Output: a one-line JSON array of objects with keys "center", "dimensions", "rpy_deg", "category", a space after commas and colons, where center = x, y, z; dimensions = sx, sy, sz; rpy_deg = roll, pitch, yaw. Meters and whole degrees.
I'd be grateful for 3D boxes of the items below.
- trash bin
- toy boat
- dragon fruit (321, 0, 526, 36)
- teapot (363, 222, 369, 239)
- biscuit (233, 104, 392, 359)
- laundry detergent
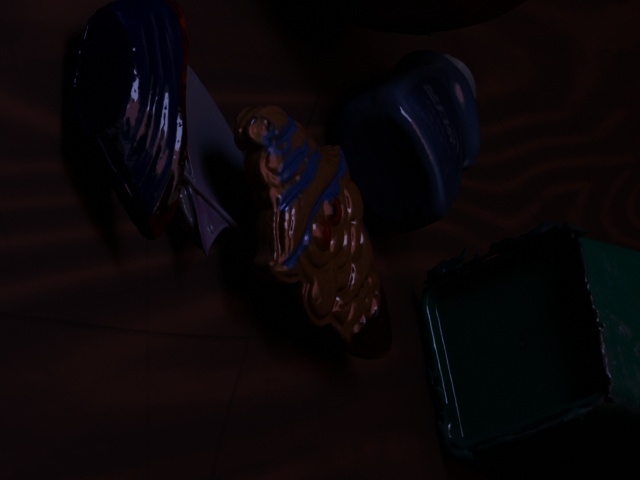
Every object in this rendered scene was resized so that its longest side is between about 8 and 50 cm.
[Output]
[{"center": [0.299, 0.131, 1.925], "dimensions": [0.381, 0.295, 0.259], "rpy_deg": [19, 54, -52], "category": "trash bin"}, {"center": [-0.098, -0.087, 1.526], "dimensions": [0.318, 0.072, 0.219], "rpy_deg": [13, 62, -65], "category": "toy boat"}, {"center": [0.103, -0.343, 1.828], "dimensions": [0.295, 0.301, 0.296], "rpy_deg": [5, 84, -56], "category": "dragon fruit"}, {"center": [0.010, 0.020, 1.689], "dimensions": [0.043, 0.043, 0.111], "rpy_deg": [61, 28, -18], "category": "teapot"}, {"center": [0.000, 0.000, 1.603], "dimensions": [0.280, 0.043, 0.183], "rpy_deg": [58, 37, -30], "category": "biscuit"}, {"center": [0.105, -0.117, 1.926], "dimensions": [0.143, 0.094, 0.290], "rpy_deg": [60, 26, -11], "category": "laundry detergent"}]
